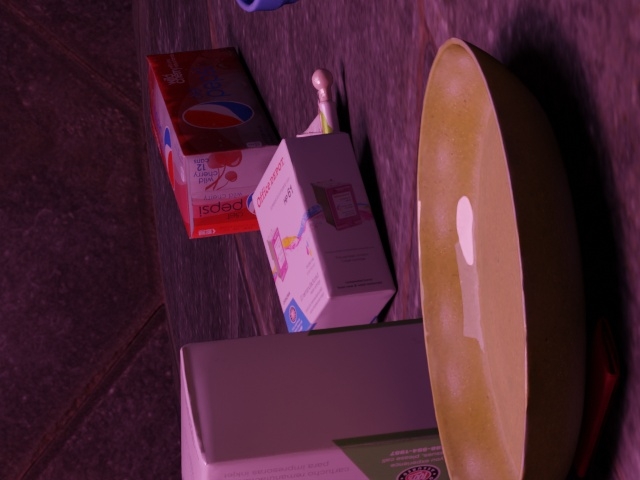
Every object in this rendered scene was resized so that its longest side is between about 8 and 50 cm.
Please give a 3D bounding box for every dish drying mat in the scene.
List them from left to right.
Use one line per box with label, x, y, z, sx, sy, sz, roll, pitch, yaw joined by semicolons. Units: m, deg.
dish drying mat;0.119;0.070;0.853;0.083;0.008;0.032;95;167;-52

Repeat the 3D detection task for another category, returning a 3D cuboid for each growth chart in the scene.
growth chart;0.001;-0.019;1.468;0.237;0.021;0.172;128;134;-77

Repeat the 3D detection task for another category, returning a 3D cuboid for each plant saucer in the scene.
plant saucer;0.085;0.024;0.916;0.241;0.037;0.241;177;90;-82

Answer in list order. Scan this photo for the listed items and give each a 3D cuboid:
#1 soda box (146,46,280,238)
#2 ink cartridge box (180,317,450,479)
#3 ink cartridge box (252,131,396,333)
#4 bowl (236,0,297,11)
soda box;-0.101;-0.096;1.803;0.263;0.092;0.083;-115;20;-63
ink cartridge box;0.000;0.153;1.156;0.219;0.160;0.092;93;167;-47
ink cartridge box;0.000;0.000;1.314;0.088;0.052;0.122;122;138;-58
bowl;-0.029;-0.348;1.274;0.391;0.077;0.391;174;90;-81
